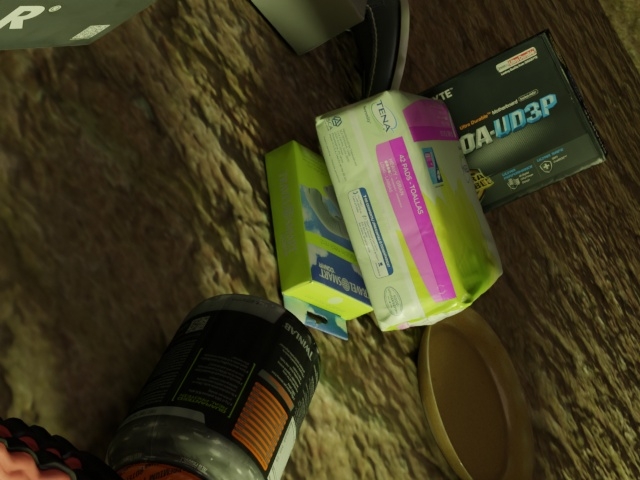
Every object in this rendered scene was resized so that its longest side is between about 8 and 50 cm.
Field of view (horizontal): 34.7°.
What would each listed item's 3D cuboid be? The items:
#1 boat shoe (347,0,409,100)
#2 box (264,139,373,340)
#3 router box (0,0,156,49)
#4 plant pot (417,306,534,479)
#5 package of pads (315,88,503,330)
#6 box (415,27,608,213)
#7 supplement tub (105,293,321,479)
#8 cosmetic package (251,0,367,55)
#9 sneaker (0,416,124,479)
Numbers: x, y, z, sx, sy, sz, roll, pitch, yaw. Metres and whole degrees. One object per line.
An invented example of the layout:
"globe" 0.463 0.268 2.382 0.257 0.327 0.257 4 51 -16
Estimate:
"boat shoe" 0.052 -0.295 1.284 0.099 0.116 0.319 4 65 -9
"box" 0.000 0.000 1.017 0.109 0.042 0.178 26 48 -48
"router box" -0.217 -0.198 0.413 0.309 0.081 0.243 -21 88 -58
"plant pot" 0.174 0.186 1.176 0.236 0.032 0.236 37 42 -42
"package of pads" 0.106 -0.034 1.089 0.296 0.101 0.229 -20 91 -72
"box" 0.222 -0.137 1.287 0.175 0.220 0.051 63 25 -7
"supplement tub" -0.077 0.134 0.726 0.117 0.117 0.190 55 32 -20
"cosmetic package" -0.049 -0.335 1.116 0.238 0.107 0.127 50 34 -32
"sneaker" -0.207 0.140 0.501 0.314 0.116 0.136 41 77 -39
